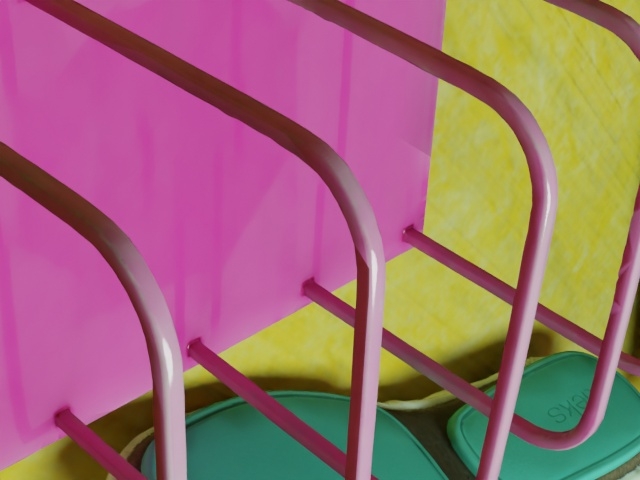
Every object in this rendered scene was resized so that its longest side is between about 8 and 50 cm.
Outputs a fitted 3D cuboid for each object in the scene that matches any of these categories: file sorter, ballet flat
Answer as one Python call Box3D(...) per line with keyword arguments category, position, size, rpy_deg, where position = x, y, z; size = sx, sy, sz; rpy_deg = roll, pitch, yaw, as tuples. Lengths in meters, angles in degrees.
Box3D(category="file sorter", position=(0.000, 0.000, 0.481), size=(0.291, 0.182, 0.202), rpy_deg=(-27, 134, -37))
Box3D(category="ballet flat", position=(0.039, 0.147, 0.699), size=(0.400, 0.139, 0.139), rpy_deg=(-5, 118, -50))
